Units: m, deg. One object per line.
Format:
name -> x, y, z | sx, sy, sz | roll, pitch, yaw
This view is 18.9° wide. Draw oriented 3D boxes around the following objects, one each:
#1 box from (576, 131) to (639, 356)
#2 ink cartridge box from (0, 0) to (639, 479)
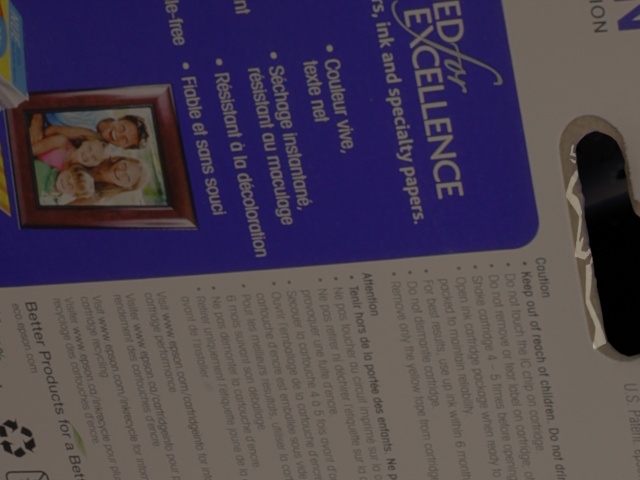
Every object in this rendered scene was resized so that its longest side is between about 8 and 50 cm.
box -> 0.046, -0.016, 0.544 | 0.147, 0.180, 0.077 | -4, -177, 15
ink cartridge box -> 0.000, 0.000, 0.463 | 0.208, 0.206, 0.045 | -3, -159, 23
